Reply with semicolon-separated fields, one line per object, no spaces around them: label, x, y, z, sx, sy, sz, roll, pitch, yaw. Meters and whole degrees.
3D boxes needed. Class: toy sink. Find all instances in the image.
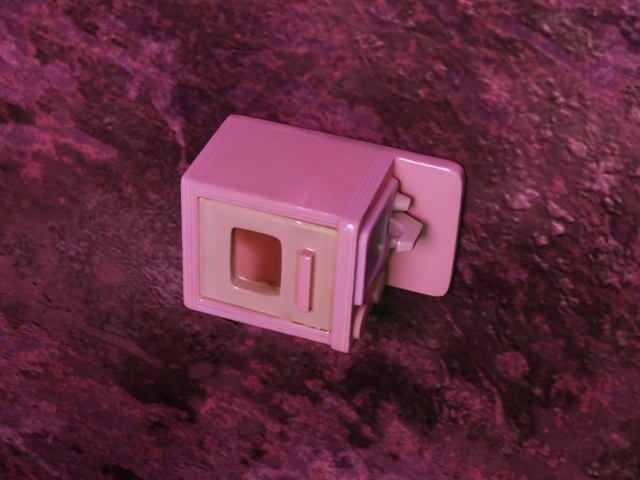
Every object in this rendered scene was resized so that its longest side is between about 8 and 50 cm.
toy sink;0.000;0.000;1.292;0.234;0.131;0.153;14;129;13
